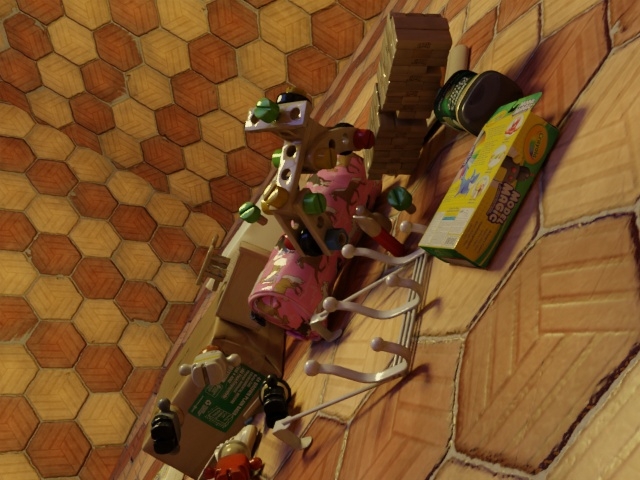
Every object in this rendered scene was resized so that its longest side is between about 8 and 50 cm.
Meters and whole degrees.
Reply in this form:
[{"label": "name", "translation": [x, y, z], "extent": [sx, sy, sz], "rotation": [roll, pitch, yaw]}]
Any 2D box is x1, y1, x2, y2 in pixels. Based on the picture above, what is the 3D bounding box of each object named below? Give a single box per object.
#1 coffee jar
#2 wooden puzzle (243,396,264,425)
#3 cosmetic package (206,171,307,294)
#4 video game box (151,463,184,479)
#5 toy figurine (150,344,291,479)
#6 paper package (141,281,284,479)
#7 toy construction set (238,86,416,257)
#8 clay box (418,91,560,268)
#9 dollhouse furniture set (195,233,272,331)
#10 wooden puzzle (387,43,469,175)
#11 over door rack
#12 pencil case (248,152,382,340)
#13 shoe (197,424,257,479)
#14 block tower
[{"label": "coffee jar", "translation": [0.237, -0.209, 1.078], "extent": [0.096, 0.079, 0.184], "rotation": [-58, 12, 9]}, {"label": "wooden puzzle", "translation": [-0.109, 0.302, 1.334], "extent": [0.116, 0.014, 0.078], "rotation": [-49, -19, 2]}, {"label": "cosmetic package", "translation": [-0.165, -0.003, 2.090], "extent": [0.385, 0.156, 0.217], "rotation": [-54, 11, 30]}, {"label": "video game box", "translation": [-0.405, 0.651, 1.752], "extent": [0.187, 0.048, 0.205], "rotation": [-49, 15, 32]}, {"label": "toy figurine", "translation": [-0.169, 0.298, 1.218], "extent": [0.213, 0.210, 0.148], "rotation": [-59, 6, 2]}, {"label": "paper package", "translation": [-0.228, 0.304, 1.563], "extent": [0.324, 0.168, 0.309], "rotation": [-56, 13, 16]}, {"label": "toy construction set", "translation": [-0.011, -0.104, 1.141], "extent": [0.309, 0.237, 0.257], "rotation": [36, 90, 39]}, {"label": "clay box", "translation": [0.215, -0.075, 0.895], "extent": [0.222, 0.053, 0.127], "rotation": [-59, 11, -5]}, {"label": "dollhouse furniture set", "translation": [-0.143, 0.061, 1.538], "extent": [0.242, 0.212, 0.160], "rotation": [-95, 28, -70]}, {"label": "wooden puzzle", "translation": [0.208, -0.269, 1.443], "extent": [0.238, 0.044, 0.221], "rotation": [-50, 15, 40]}, {"label": "over door rack", "translation": [0.030, 0.135, 1.030], "extent": [0.324, 0.108, 0.239], "rotation": [-48, 15, 45]}, {"label": "pencil case", "translation": [0.000, 0.000, 1.370], "extent": [0.167, 0.160, 0.386], "rotation": [-31, 30, 55]}, {"label": "shoe", "translation": [-0.190, 0.435, 1.335], "extent": [0.219, 0.058, 0.076], "rotation": [-58, 12, 8]}, {"label": "block tower", "translation": [0.142, -0.242, 1.227], "extent": [0.335, 0.097, 0.090], "rotation": [101, 167, -56]}]
